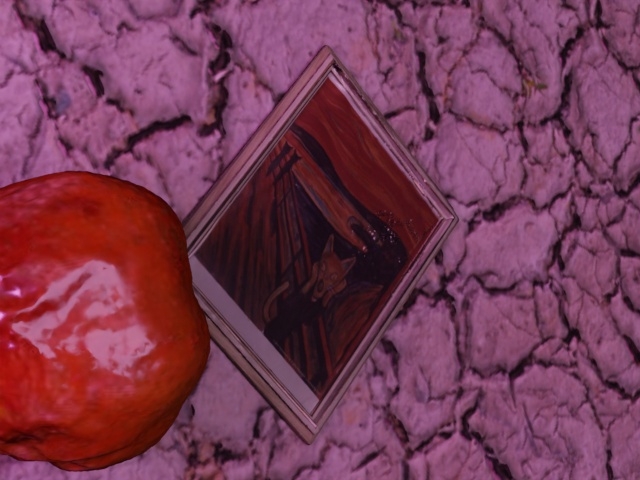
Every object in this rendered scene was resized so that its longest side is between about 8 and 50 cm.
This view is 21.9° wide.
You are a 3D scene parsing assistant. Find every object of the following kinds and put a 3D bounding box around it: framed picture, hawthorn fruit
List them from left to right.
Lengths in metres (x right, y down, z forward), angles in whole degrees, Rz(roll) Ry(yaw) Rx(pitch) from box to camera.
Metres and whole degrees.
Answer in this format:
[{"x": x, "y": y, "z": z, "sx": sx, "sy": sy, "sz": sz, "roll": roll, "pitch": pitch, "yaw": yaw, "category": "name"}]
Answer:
[{"x": -0.206, "y": 0.060, "z": 1.098, "sx": 0.243, "sy": 0.207, "sz": 0.207, "roll": -11, "pitch": 92, "yaw": -36, "category": "hawthorn fruit"}, {"x": 0.000, "y": 0.000, "z": 1.381, "sx": 0.216, "sy": 0.016, "sz": 0.273, "roll": 50, "pitch": 57, "yaw": -24, "category": "framed picture"}]
